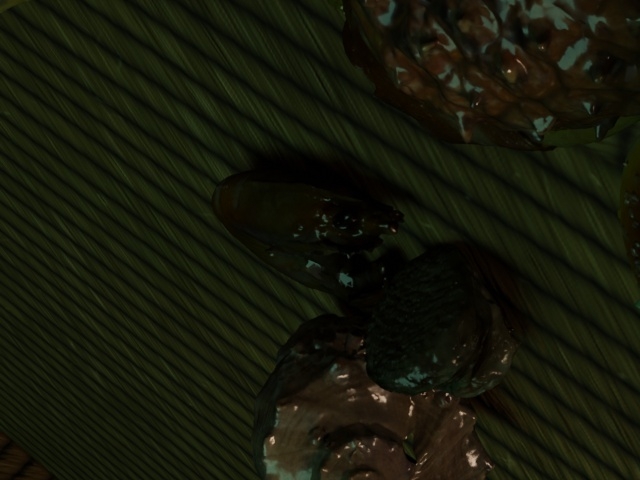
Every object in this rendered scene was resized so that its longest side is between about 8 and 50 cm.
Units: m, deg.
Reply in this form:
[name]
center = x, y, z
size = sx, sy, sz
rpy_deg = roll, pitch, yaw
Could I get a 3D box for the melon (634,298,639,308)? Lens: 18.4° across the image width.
[melon]
center = 0.266, 0.022, 0.958
size = 0.262, 0.053, 0.114
rpy_deg = 18, 129, 46

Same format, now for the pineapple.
[pineapple]
center = 0.143, -0.120, 0.761
size = 0.279, 0.158, 0.158
rpy_deg = -1, 134, 47

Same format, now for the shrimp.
[shrimp]
center = 0.000, 0.000, 1.411
size = 0.150, 0.068, 0.249
rpy_deg = 35, 169, -13

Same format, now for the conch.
[conch]
center = 0.035, 0.127, 1.478
size = 0.178, 0.163, 0.245
rpy_deg = 39, -166, -22

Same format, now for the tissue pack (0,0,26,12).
[tissue pack]
center = -0.221, -0.277, 1.165
size = 0.185, 0.081, 0.257
rpy_deg = 61, 167, 22

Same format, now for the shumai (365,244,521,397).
[shumai]
center = 0.089, 0.069, 1.317
size = 0.087, 0.099, 0.124
rpy_deg = 36, -157, -21

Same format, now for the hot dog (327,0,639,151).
[hot dog]
center = 0.072, -0.099, 0.988
size = 0.123, 0.093, 0.261
rpy_deg = 52, 160, -25

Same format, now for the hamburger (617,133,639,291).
[hamburger]
center = 0.197, -0.002, 0.916
size = 0.126, 0.081, 0.141
rpy_deg = 14, 129, 47
